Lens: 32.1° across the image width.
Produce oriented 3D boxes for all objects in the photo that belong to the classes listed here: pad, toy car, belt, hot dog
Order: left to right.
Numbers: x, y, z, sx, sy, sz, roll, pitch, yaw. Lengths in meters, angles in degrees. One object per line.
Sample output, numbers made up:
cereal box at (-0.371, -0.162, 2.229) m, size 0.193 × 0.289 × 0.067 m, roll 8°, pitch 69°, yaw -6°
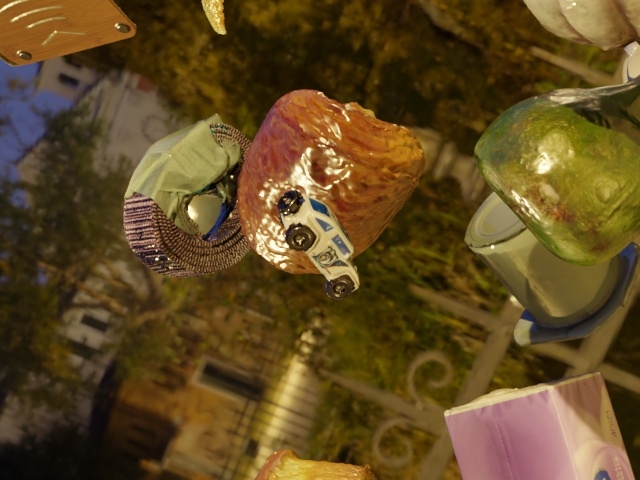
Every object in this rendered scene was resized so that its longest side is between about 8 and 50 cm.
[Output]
pad at (-0.495, -0.400, 1.864) m, size 0.284 × 0.286 × 0.018 m, roll 45°, pitch -138°, yaw -51°
belt at (-0.226, -0.072, 2.055) m, size 0.122 × 0.260 × 0.325 m, roll -8°, pitch 28°, yaw 43°
toy car at (0.000, 0.000, 1.534) m, size 0.070 × 0.171 × 0.080 m, roll -33°, pitch 30°, yaw 8°
hot dog at (0.008, -0.093, 1.767) m, size 0.387 × 0.267 × 0.174 m, roll -54°, pitch 10°, yaw 54°

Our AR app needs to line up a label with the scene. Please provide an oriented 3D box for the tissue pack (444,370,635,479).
tissue pack at (0.345, 0.383, 1.685) m, size 0.242 × 0.160 × 0.338 m, roll -26°, pitch 77°, yaw 46°

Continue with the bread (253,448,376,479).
bread at (-0.021, 0.532, 1.751) m, size 0.398 × 0.215 × 0.398 m, roll -4°, pitch -90°, yaw -76°

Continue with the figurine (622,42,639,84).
figurine at (0.666, -0.231, 1.928) m, size 0.186 × 0.382 × 0.261 m, roll -38°, pitch 5°, yaw -29°

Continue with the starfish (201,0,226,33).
starfish at (-0.143, -0.514, 1.839) m, size 0.347 × 0.357 × 0.078 m, roll -54°, pitch -29°, yaw -19°

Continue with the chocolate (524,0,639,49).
chocolate at (0.285, -0.286, 1.055) m, size 0.213 × 0.303 × 0.303 m, roll 115°, pitch 177°, yaw -48°

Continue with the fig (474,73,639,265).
fig at (0.301, -0.099, 1.196) m, size 0.235 × 0.203 × 0.203 m, roll -41°, pitch 4°, yaw 4°

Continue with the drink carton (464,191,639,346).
drink carton at (0.322, 0.013, 1.567) m, size 0.191 × 0.190 × 0.185 m, roll -14°, pitch 33°, yaw 51°
